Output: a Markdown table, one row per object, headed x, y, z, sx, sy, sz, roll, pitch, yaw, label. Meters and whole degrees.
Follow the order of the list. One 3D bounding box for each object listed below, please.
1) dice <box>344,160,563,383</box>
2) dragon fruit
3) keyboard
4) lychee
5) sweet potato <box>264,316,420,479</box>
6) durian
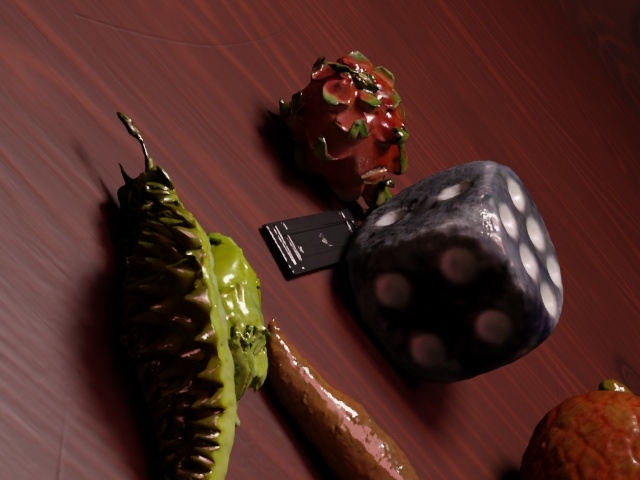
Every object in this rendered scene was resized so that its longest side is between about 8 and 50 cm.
| x | y | z | sx | sy | sz | roll | pitch | yaw | label |
| --- | --- | --- | --- | --- | --- | --- | --- | --- | --- |
| 0.149 | 0.033 | 1.264 | 0.182 | 0.183 | 0.181 | 58 | 26 | -17 | dice |
| 0.038 | -0.112 | 1.326 | 0.236 | 0.135 | 0.137 | 60 | 14 | -55 | dragon fruit |
| 0.000 | 0.000 | 1.242 | 0.061 | 0.013 | 0.204 | 61 | 25 | 7 | keyboard |
| 0.348 | 0.276 | 1.292 | 0.255 | 0.255 | 0.300 | 40 | 62 | -34 | lychee |
| 0.045 | 0.199 | 1.034 | 0.314 | 0.066 | 0.072 | 55 | 18 | -1 | sweet potato |
| -0.100 | 0.053 | 0.888 | 0.132 | 0.106 | 0.375 | 35 | 37 | -51 | durian |
